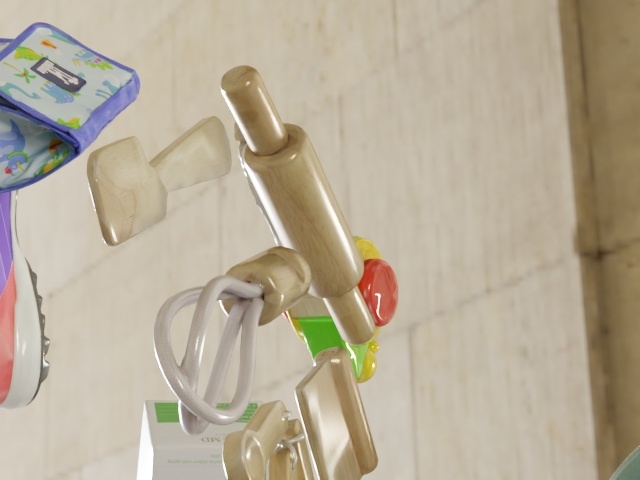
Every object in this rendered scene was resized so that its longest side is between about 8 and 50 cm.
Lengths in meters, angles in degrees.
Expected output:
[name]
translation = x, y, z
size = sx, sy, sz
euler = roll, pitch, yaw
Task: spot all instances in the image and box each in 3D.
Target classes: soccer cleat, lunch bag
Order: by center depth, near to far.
[lunch bag]
translation = -0.214, -0.090, 1.102
size = 0.151, 0.096, 0.129
euler = 2, 27, 13
[soccer cleat]
translation = -0.302, -0.017, 1.269
size = 0.116, 0.318, 0.108
euler = -1, -20, -34

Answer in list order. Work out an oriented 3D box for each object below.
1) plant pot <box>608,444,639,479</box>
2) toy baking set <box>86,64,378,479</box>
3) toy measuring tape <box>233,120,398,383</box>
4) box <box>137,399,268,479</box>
[plant pot]
translation = 0.338, 0.205, 1.014
size = 0.341, 0.341, 0.334
euler = -12, -4, 29
[toy baking set]
translation = -0.017, 0.030, 0.619
size = 0.030, 0.197, 0.256
euler = -12, -52, 15
[toy measuring tape]
translation = 0.000, 0.000, 1.560
size = 0.121, 0.121, 0.330
euler = -8, -58, 20
[box]
translation = -0.092, 0.189, 1.266
size = 0.101, 0.102, 0.087
euler = 2, 22, -11
